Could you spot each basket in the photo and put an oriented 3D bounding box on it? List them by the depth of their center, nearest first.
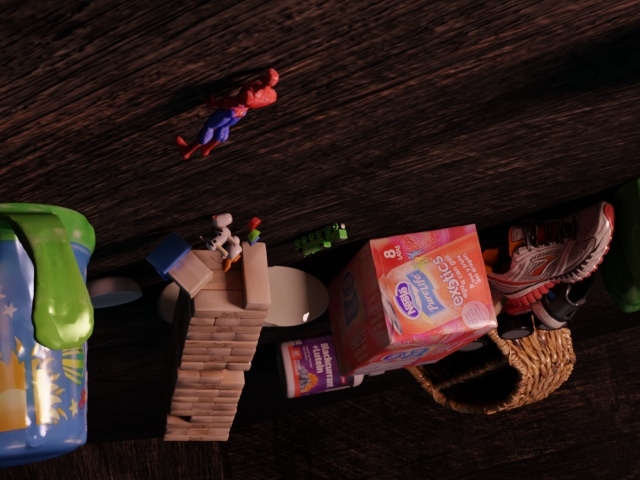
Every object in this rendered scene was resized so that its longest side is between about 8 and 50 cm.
[{"bbox_3d":[0.270,0.200,2.140,0.223,0.214,0.299,-5,166,-28],"label":"basket"}]

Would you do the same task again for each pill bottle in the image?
[{"bbox_3d":[0.019,0.229,2.294,0.193,0.108,0.108,-9,168,-10],"label":"pill bottle"}]

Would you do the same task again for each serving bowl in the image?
[{"bbox_3d":[-0.260,0.060,1.477,0.083,0.027,0.083,-10,167,-2],"label":"serving bowl"}]

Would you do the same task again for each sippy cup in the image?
[{"bbox_3d":[-0.321,0.103,1.162,0.240,0.224,0.305,-11,167,-5],"label":"sippy cup"}]

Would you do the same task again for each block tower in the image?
[{"bbox_3d":[-0.139,0.134,1.515,0.097,0.091,0.335,2,143,-15],"label":"block tower"}]

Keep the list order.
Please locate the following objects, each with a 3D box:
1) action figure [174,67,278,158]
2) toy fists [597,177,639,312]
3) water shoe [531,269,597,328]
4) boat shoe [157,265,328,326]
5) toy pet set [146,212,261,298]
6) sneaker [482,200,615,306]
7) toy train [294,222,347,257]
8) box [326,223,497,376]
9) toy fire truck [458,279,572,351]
[{"bbox_3d":[-0.069,-0.100,0.932,0.038,0.030,0.115,-6,163,-45],"label":"action figure"},{"bbox_3d":[0.432,0.012,1.607,0.096,0.142,0.279,-10,168,-5],"label":"toy fists"},{"bbox_3d":[0.358,0.048,1.698,0.080,0.073,0.203,-40,-168,39],"label":"water shoe"},{"bbox_3d":[-0.106,0.079,1.611,0.227,0.079,0.081,-1,172,-15],"label":"boat shoe"},{"bbox_3d":[-0.127,0.004,1.329,0.114,0.065,0.122,-45,176,-11],"label":"toy pet set"},{"bbox_3d":[0.296,0.012,1.594,0.092,0.088,0.225,34,136,-18],"label":"sneaker"},{"bbox_3d":[0.000,0.000,1.447,0.017,0.024,0.083,1,162,-44],"label":"toy train"},{"bbox_3d":[0.114,0.090,1.676,0.154,0.142,0.300,-8,167,-13],"label":"box"},{"bbox_3d":[0.241,0.085,1.803,0.217,0.159,0.246,-17,155,26],"label":"toy fire truck"}]
